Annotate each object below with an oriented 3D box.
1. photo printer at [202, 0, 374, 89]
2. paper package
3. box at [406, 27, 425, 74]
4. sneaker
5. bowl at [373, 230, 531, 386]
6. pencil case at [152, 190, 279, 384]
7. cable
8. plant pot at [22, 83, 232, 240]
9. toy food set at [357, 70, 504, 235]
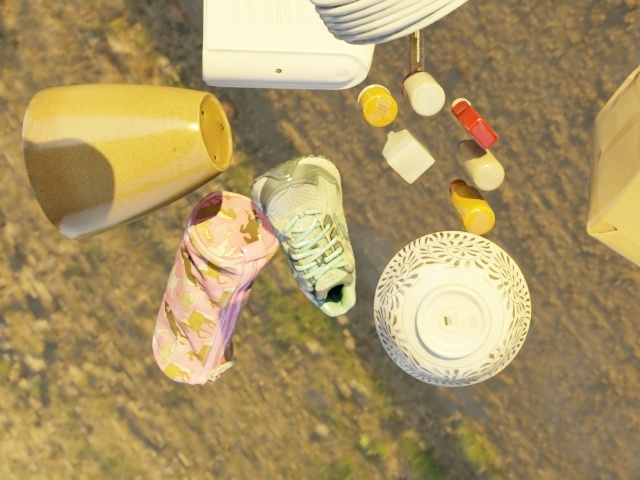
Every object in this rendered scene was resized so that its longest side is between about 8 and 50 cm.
[{"bbox_3d":[-0.057,-0.383,1.955,0.107,0.307,0.256,99,169,-51],"label":"photo printer"},{"bbox_3d":[0.569,-0.076,1.648,0.309,0.325,0.168,32,126,-7],"label":"paper package"},{"bbox_3d":[0.167,-0.365,1.925,0.116,0.029,0.162,-90,-3,-62],"label":"box"},{"bbox_3d":[0.000,0.000,1.375,0.283,0.110,0.122,64,-177,-58],"label":"sneaker"},{"bbox_3d":[0.138,0.079,1.145,0.170,0.170,0.080,56,-171,-2],"label":"bowl"},{"bbox_3d":[-0.189,0.090,1.912,0.167,0.160,0.386,26,135,4],"label":"pencil case"},{"bbox_3d":[0.108,-0.317,1.219,0.257,0.257,0.089,-6,125,50],"label":"cable"},{"bbox_3d":[-0.269,-0.136,1.638,0.254,0.237,0.237,-9,123,17],"label":"plant pot"},{"bbox_3d":[0.137,-0.122,1.301,0.232,0.111,0.104,40,-167,-25],"label":"toy food set"}]
